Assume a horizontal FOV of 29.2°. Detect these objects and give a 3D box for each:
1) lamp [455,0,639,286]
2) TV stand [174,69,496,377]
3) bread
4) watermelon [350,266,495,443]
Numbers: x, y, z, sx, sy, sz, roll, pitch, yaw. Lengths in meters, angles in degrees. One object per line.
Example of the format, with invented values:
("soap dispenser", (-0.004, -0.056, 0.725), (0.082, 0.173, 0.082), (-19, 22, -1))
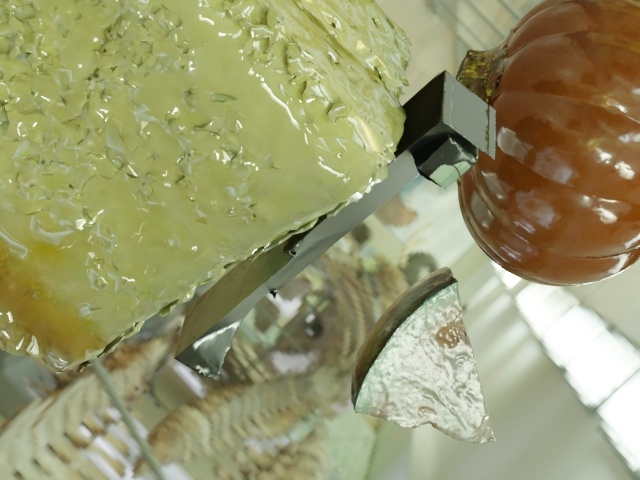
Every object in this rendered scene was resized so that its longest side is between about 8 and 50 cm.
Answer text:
("lamp", (0.186, -0.075, 0.892), (0.223, 0.196, 0.223), (19, 90, -87))
("TV stand", (0.000, 0.000, 0.731), (0.256, 0.040, 0.049), (-40, -154, 34))
("bread", (-0.126, -0.125, 0.677), (0.248, 0.315, 0.279), (-29, -168, 21))
("watermelon", (0.114, 0.135, 1.383), (0.136, 0.202, 0.207), (-9, -177, 14))
